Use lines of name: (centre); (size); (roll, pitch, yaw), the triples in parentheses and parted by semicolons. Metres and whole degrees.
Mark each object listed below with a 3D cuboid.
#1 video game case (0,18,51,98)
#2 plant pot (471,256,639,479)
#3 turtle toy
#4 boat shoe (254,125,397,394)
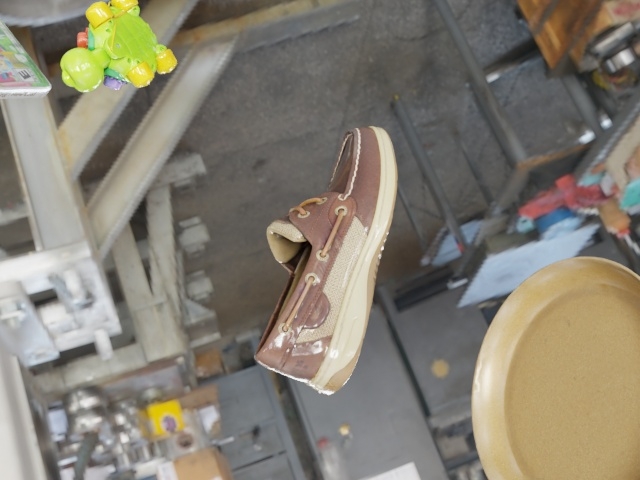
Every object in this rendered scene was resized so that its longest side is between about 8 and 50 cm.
video game case: (-0.391, -0.222, 0.921); (0.023, 0.212, 0.193); (-43, 169, 26)
plant pot: (0.220, 0.132, 0.807); (0.032, 0.236, 0.236); (14, 142, -31)
turtle toy: (-0.212, -0.191, 0.955); (0.066, 0.095, 0.130); (-26, -166, 32)
boat shoe: (0.000, 0.000, 1.068); (0.123, 0.342, 0.123); (20, 152, -12)
